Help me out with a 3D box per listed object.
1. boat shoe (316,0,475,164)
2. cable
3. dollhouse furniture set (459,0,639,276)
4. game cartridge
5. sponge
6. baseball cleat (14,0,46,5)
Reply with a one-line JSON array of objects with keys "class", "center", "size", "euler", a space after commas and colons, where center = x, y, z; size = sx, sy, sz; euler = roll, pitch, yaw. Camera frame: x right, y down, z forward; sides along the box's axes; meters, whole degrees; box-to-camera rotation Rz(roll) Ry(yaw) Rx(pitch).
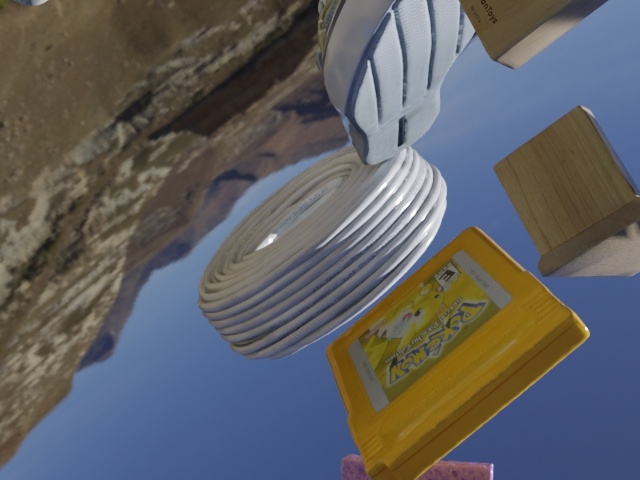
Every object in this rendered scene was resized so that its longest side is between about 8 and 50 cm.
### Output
[{"class": "boat shoe", "center": [0.034, -0.135, 0.581], "size": [0.109, 0.094, 0.302], "euler": [-35, 170, -7]}, {"class": "cable", "center": [0.000, 0.000, 0.785], "size": [0.257, 0.089, 0.257], "euler": [-27, -161, 41]}, {"class": "dollhouse furniture set", "center": [0.159, -0.082, 0.412], "size": [0.144, 0.151, 0.123], "euler": [-36, 156, 31]}, {"class": "game cartridge", "center": [0.143, 0.128, 1.027], "size": [0.285, 0.053, 0.324], "euler": [-41, -163, 5]}, {"class": "sponge", "center": [0.130, 0.357, 1.133], "size": [0.210, 0.117, 0.031], "euler": [-2, 176, 22]}, {"class": "baseball cleat", "center": [-0.270, -0.280, 0.813], "size": [0.206, 0.109, 0.072], "euler": [19, -113, 31]}]
